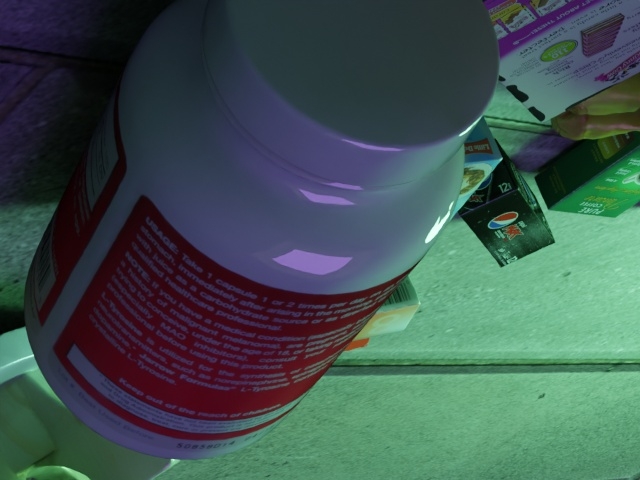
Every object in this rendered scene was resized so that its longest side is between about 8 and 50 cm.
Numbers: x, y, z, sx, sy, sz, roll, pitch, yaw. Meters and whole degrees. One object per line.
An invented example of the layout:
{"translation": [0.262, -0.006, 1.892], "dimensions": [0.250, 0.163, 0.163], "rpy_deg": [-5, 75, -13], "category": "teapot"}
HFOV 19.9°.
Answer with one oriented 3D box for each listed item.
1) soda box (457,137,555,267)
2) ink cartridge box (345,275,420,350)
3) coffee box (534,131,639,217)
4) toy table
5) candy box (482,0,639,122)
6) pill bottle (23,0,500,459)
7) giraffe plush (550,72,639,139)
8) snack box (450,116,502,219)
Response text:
{"translation": [0.159, -0.031, 1.622], "dimensions": [0.060, 0.053, 0.169], "rpy_deg": [-25, 158, 10], "category": "soda box"}
{"translation": [0.007, 0.098, 1.803], "dimensions": [0.145, 0.045, 0.179], "rpy_deg": [-12, 154, -19], "category": "ink cartridge box"}
{"translation": [0.293, -0.084, 1.632], "dimensions": [0.113, 0.040, 0.184], "rpy_deg": [2, 148, -47], "category": "coffee box"}
{"translation": [-0.255, 0.179, 1.508], "dimensions": [0.252, 0.161, 0.274], "rpy_deg": [-36, 173, 29], "category": "toy table"}
{"translation": [0.177, -0.179, 1.276], "dimensions": [0.159, 0.071, 0.233], "rpy_deg": [-27, 156, 15], "category": "candy box"}
{"translation": [-0.045, -0.029, 1.217], "dimensions": [0.229, 0.229, 0.407], "rpy_deg": [-8, 155, -28], "category": "pill bottle"}
{"translation": [0.307, -0.095, 1.449], "dimensions": [0.210, 0.170, 0.181], "rpy_deg": [-17, 157, -9], "category": "giraffe plush"}
{"translation": [0.000, 0.000, 1.547], "dimensions": [0.187, 0.060, 0.322], "rpy_deg": [-9, 155, -28], "category": "snack box"}
